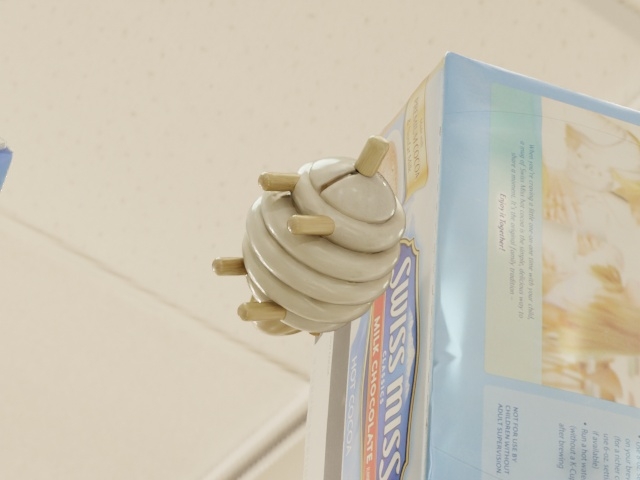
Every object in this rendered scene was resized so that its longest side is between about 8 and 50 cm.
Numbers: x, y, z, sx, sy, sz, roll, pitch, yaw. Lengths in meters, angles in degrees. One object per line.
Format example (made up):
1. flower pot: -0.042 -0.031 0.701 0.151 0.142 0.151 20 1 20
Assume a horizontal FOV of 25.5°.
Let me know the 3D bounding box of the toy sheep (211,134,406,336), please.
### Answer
1. toy sheep: 0.000 0.000 0.730 0.091 0.091 0.132 27 -55 -11

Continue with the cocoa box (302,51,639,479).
1. cocoa box: 0.134 0.090 0.984 0.231 0.347 0.228 15 -31 -15

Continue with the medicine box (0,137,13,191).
1. medicine box: -0.425 0.025 1.146 0.149 0.263 0.289 36 -60 20
